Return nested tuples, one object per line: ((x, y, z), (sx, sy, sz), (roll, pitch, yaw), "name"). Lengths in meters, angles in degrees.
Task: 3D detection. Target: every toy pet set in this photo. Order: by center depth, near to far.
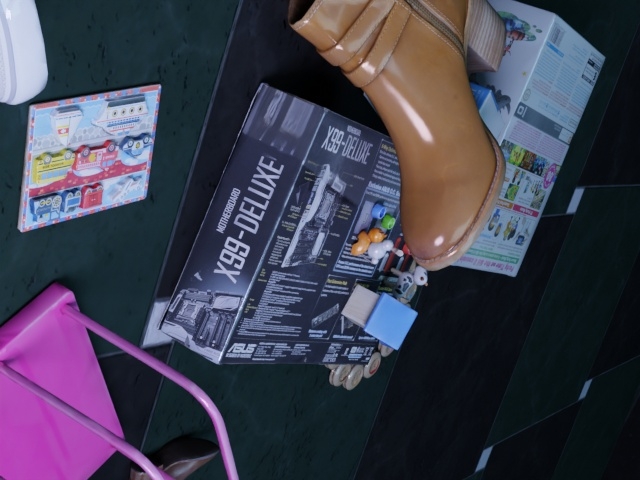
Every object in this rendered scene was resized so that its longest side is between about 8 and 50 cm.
((0.074, 0.043, 1.092), (0.114, 0.065, 0.122), (-61, 152, -7), "toy pet set")

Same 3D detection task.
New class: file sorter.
((-0.212, 0.221, 0.800), (0.290, 0.182, 0.202), (-44, 146, -32), "file sorter")

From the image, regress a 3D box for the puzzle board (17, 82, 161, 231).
((-0.168, -0.063, 0.822), (0.128, 0.011, 0.096), (-22, 131, -52), "puzzle board")

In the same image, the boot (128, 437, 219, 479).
((-0.151, 0.256, 1.083), (0.106, 0.037, 0.114), (-10, 119, -41), "boot")

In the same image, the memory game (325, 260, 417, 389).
((0.064, 0.098, 1.340), (0.186, 0.012, 0.186), (-40, 144, -38), "memory game")

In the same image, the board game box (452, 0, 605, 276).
((0.219, -0.116, 1.336), (0.224, 0.097, 0.303), (11, 101, -60), "board game box")

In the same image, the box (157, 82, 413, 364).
((0.000, 0.000, 1.085), (0.307, 0.076, 0.243), (11, 103, -61), "box")

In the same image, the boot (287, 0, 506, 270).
((0.065, -0.136, 0.951), (0.220, 0.109, 0.284), (28, 70, -40), "boot")

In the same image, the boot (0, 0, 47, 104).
((-0.238, -0.157, 0.563), (0.123, 0.095, 0.258), (-40, 136, -27), "boot")

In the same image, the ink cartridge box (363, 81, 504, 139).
((0.115, -0.134, 1.116), (0.052, 0.122, 0.088), (-63, 156, -8), "ink cartridge box")
